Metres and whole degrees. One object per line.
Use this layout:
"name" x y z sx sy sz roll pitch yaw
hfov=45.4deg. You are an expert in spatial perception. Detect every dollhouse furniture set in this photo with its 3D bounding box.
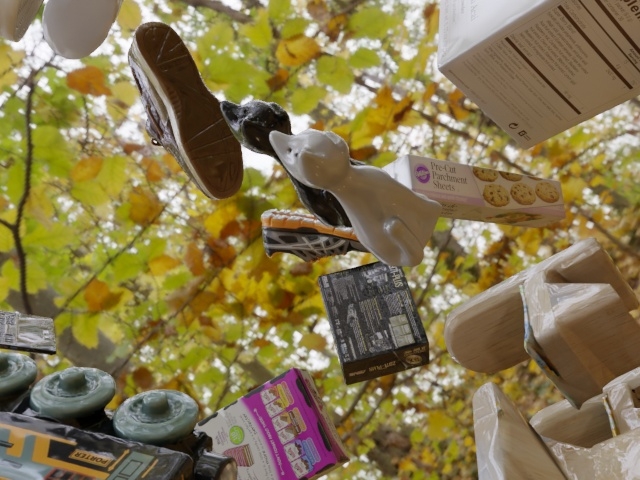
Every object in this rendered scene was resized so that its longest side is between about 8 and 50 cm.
"dollhouse furniture set" 0.188 0.277 0.511 0.256 0.394 0.362 -32 22 23

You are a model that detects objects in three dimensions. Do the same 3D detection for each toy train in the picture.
"toy train" -0.247 0.204 0.673 0.190 0.334 0.142 -45 -38 -63

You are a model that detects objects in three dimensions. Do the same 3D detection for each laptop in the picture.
"laptop" -0.564 0.080 1.268 0.264 0.234 0.136 12 -86 -22

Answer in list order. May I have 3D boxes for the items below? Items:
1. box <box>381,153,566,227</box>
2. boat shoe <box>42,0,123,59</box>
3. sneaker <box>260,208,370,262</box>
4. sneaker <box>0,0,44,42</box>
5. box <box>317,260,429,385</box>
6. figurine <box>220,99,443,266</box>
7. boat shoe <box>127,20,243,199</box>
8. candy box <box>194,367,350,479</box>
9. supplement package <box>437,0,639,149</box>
"box" 0.232 -0.067 1.124 0.324 0.063 0.067 6 -109 -34
"boat shoe" -0.358 -0.428 1.248 0.301 0.108 0.102 -52 14 36
"sneaker" 0.000 0.000 1.340 0.084 0.215 0.083 -60 -22 -73
"sneaker" -0.422 -0.369 0.967 0.292 0.169 0.108 -87 15 -48
"box" 0.088 0.133 1.288 0.147 0.180 0.077 -15 -37 -2
"figurine" 0.004 -0.073 0.835 0.209 0.215 0.092 34 -89 -36
"boat shoe" -0.256 -0.220 1.393 0.123 0.342 0.123 -30 2 -40
"candy box" -0.093 0.320 1.175 0.233 0.159 0.071 -31 -22 11
"supplement package" 0.294 -0.264 0.824 0.175 0.293 0.177 33 -132 -31
